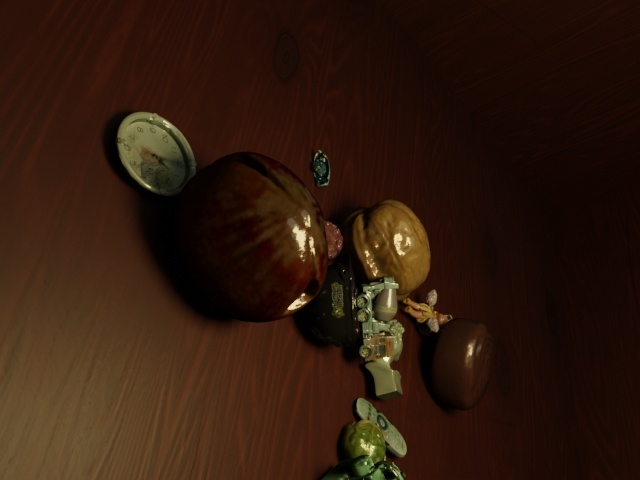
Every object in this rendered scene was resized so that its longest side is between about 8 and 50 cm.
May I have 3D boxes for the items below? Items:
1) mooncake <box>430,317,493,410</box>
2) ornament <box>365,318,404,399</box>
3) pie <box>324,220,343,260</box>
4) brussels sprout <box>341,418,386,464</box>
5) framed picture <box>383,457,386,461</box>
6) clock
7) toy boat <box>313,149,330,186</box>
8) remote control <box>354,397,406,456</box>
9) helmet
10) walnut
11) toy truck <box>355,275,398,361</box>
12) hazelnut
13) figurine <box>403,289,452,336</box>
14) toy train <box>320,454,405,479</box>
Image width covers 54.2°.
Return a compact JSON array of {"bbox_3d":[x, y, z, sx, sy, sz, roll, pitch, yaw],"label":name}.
[{"bbox_3d":[0.539,0.462,2.319,0.334,0.174,0.325,32,70,-52],"label":"mooncake"},{"bbox_3d":[0.211,0.383,2.057,0.130,0.121,0.285,63,29,-43],"label":"ornament"},{"bbox_3d":[0.000,0.000,2.008,0.155,0.036,0.154,7,61,-12],"label":"pie"},{"bbox_3d":[0.132,0.606,1.838,0.155,0.118,0.155,16,66,-39],"label":"brussels sprout"},{"bbox_3d":[0.184,0.686,1.956,0.066,0.007,0.089,24,54,-45],"label":"framed picture"},{"bbox_3d":[-0.427,-0.215,1.602,0.236,0.053,0.236,31,47,-40],"label":"clock"},{"bbox_3d":[0.003,-0.250,2.176,0.061,0.060,0.137,47,39,-61],"label":"toy boat"},{"bbox_3d":[0.189,0.594,1.980,0.256,0.045,0.097,51,25,-17],"label":"remote control"},{"bbox_3d":[0.028,0.182,1.868,0.230,0.161,0.278,92,-9,-79],"label":"helmet"},{"bbox_3d":[0.216,0.043,2.098,0.306,0.306,0.343,-25,99,-55],"label":"walnut"},{"bbox_3d":[0.177,0.242,1.956,0.108,0.140,0.256,-130,-145,-84],"label":"toy truck"},{"bbox_3d":[-0.159,-0.009,1.597,0.402,0.402,0.429,-23,85,-55],"label":"hazelnut"},{"bbox_3d":[0.406,0.287,2.366,0.240,0.116,0.174,42,40,-42],"label":"figurine"},{"bbox_3d":[0.127,0.723,1.661,0.167,0.238,0.299,-18,84,-54],"label":"toy train"}]
